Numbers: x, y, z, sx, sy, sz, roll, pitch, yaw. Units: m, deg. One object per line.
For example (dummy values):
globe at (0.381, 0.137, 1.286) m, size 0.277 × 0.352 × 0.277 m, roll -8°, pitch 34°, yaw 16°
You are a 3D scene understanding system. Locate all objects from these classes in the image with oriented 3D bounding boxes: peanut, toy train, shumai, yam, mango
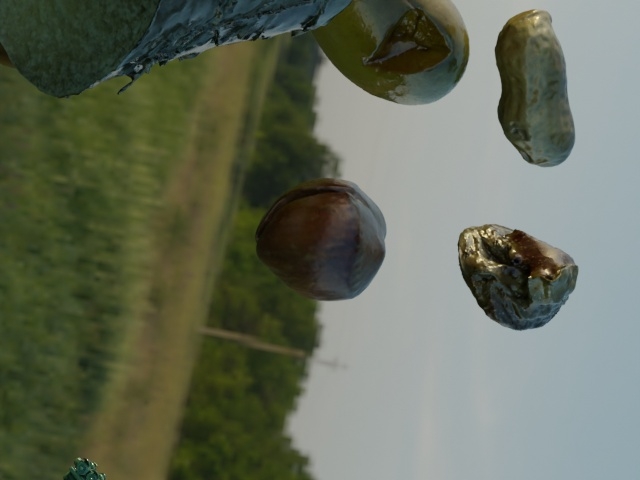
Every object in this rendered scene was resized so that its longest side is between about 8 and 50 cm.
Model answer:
peanut at (0.254, -0.173, 1.944) m, size 0.099 × 0.099 × 0.214 m, roll -82°, pitch 168°, yaw -53°
toy train at (-0.254, 0.287, 1.856) m, size 0.045 × 0.092 × 0.029 m, roll -44°, pitch 159°, yaw 5°
shumai at (0.215, 0.028, 1.708) m, size 0.139 × 0.105 × 0.123 m, roll 37°, pitch 36°, yaw -55°
yam at (-0.114, -0.269, 1.485) m, size 0.348 × 0.241 × 0.241 m, roll -20°, pitch 129°, yaw -49°
mango at (0.063, -0.244, 1.788) m, size 0.167 × 0.262 × 0.130 m, roll 17°, pitch -107°, yaw 47°

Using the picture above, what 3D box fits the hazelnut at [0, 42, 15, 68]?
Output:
hazelnut at (-0.315, -0.276, 1.862) m, size 0.214 × 0.214 × 0.176 m, roll 122°, pitch -20°, yaw -84°

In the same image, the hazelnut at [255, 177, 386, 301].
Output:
hazelnut at (0.000, 0.000, 1.813) m, size 0.154 × 0.143 × 0.143 m, roll -37°, pitch 139°, yaw -72°
